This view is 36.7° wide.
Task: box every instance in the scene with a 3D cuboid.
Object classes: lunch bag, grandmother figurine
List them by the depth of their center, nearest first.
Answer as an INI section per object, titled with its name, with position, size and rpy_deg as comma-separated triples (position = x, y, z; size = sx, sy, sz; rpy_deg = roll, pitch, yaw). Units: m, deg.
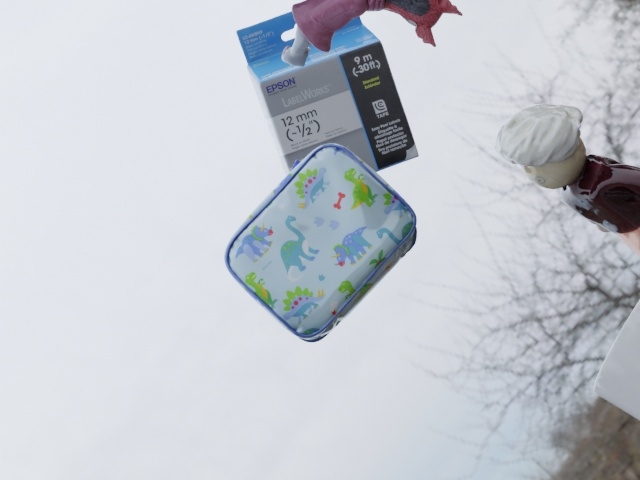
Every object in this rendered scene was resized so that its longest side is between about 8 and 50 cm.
[grandmother figurine]
position = 0.337, -0.030, 1.042
size = 0.104, 0.342, 0.208
rpy_deg = -59, 10, -20
[lunch bag]
position = 0.000, 0.000, 1.193
size = 0.219, 0.176, 0.090
rpy_deg = -48, -11, -3

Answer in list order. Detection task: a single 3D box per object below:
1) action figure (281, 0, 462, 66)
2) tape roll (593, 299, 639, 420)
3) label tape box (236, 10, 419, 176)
[action figure]
position = 0.021, -0.370, 1.177
size = 0.248, 0.370, 0.276
rpy_deg = -50, -20, -20
[tape roll]
position = 0.578, 0.188, 1.558
size = 0.246, 0.169, 0.246
rpy_deg = -42, -30, -31
[label tape box]
position = 0.012, -0.281, 1.852
size = 0.249, 0.348, 0.115
rpy_deg = -20, 9, -5
